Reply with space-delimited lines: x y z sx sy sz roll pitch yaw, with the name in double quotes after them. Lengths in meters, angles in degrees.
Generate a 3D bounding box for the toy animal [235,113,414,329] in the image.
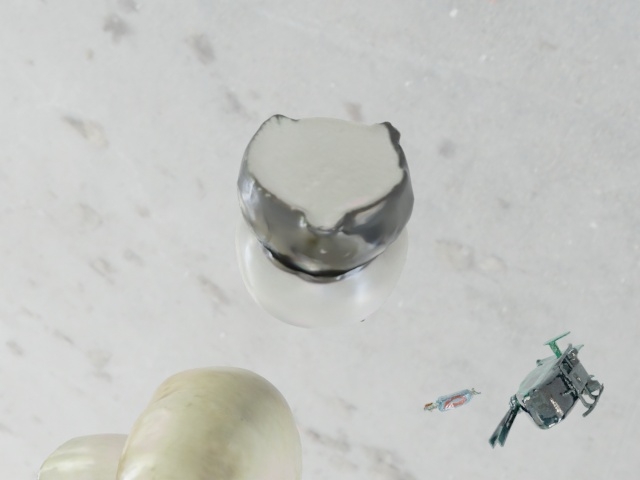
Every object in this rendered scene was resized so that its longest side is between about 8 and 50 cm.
0.001 -0.008 1.196 0.187 0.165 0.235 6 145 3 "toy animal"

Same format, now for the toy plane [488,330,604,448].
0.241 0.149 1.175 0.096 0.235 0.060 -35 88 29 "toy plane"

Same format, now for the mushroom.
-0.165 0.337 1.536 0.353 0.325 0.353 34 138 37 "mushroom"

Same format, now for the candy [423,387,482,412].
0.178 0.217 1.537 0.030 0.083 0.020 -168 63 -73 "candy"
